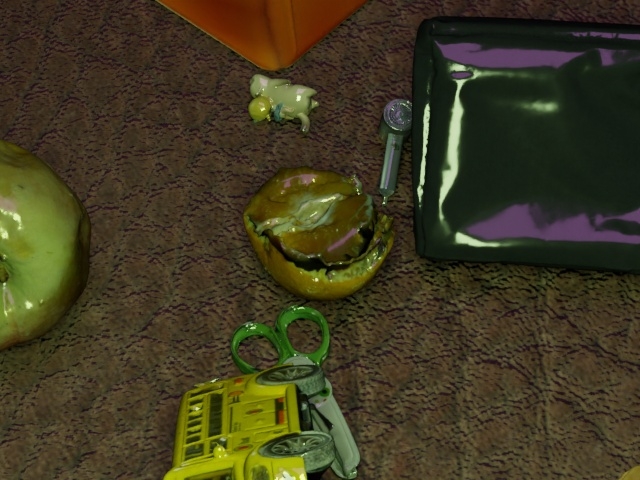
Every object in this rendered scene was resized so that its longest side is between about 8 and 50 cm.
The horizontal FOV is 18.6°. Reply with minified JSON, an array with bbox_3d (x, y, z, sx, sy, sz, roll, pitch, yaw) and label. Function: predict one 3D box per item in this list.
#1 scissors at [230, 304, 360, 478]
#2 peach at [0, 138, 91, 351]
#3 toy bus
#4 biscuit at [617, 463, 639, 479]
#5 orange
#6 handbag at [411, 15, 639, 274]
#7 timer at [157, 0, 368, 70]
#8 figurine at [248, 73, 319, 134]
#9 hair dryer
[{"bbox_3d":[-0.010,0.149,1.907,0.101,0.027,0.204,-22,53,-13],"label":"scissors"},{"bbox_3d":[-0.333,-0.007,1.932,0.214,0.214,0.235,-14,36,-11],"label":"peach"},{"bbox_3d":[-0.055,0.212,1.684,0.152,0.144,0.330,-9,11,0],"label":"toy bus"},{"bbox_3d":[0.346,0.353,1.738,0.269,0.051,0.376,-10,52,-11],"label":"biscuit"},{"bbox_3d":[0.000,0.000,1.974,0.160,0.112,0.170,10,28,21],"label":"orange"},{"bbox_3d":[0.239,-0.090,2.027,0.302,0.178,0.275,3,95,-1],"label":"handbag"},{"bbox_3d":[-0.070,-0.354,2.259,0.250,0.161,0.257,25,54,36],"label":"timer"},{"bbox_3d":[-0.045,-0.148,2.134,0.083,0.047,0.050,15,63,17],"label":"figurine"},{"bbox_3d":[0.076,-0.089,2.087,0.037,0.063,0.114,10,74,-2],"label":"hair dryer"}]
